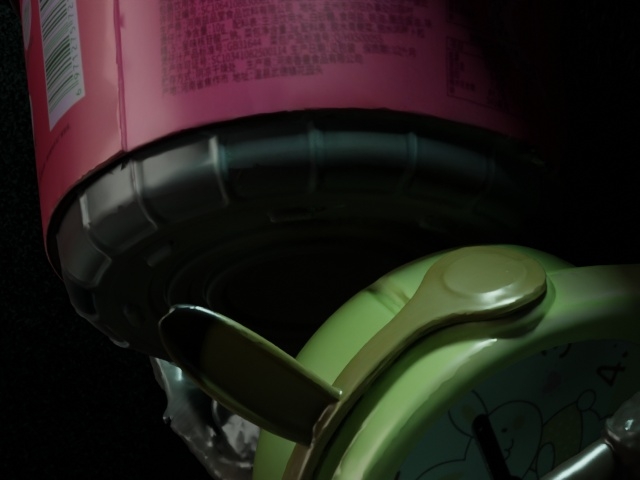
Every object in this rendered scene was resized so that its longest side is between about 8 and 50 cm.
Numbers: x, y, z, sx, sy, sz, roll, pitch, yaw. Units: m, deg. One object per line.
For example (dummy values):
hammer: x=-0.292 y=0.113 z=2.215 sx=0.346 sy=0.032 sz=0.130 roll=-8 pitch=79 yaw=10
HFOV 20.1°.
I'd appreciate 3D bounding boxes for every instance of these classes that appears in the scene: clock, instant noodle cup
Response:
clock: x=0.046 y=0.075 z=0.588 sx=0.069 sy=0.232 sz=0.170 roll=42 pitch=118 yaw=51
instant noodle cup: x=-0.009 y=-0.059 z=0.669 sx=0.302 sy=0.258 sz=0.181 roll=48 pitch=-146 yaw=-58

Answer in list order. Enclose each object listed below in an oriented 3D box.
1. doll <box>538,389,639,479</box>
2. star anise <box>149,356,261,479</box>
doll: x=0.122 y=0.054 z=0.512 sx=0.165 sy=0.057 sz=0.139 roll=-39 pitch=-13 yaw=2
star anise: x=0.000 y=0.000 z=0.879 sx=0.359 sy=0.139 sz=0.315 roll=-25 pitch=41 yaw=57
